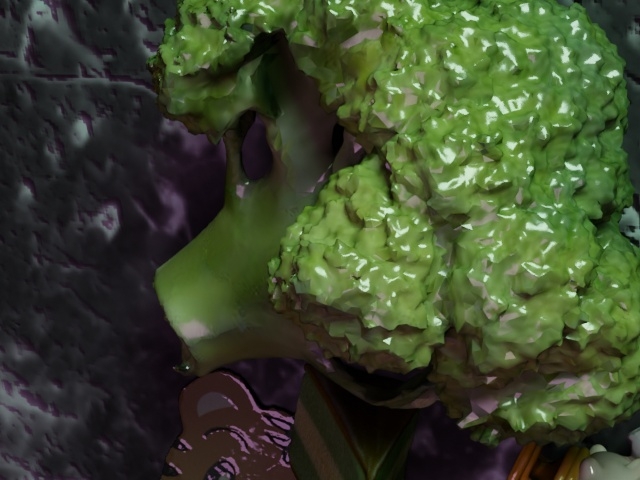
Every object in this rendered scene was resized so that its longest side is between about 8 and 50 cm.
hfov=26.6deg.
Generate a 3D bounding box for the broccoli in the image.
[{"bbox_3d":[0.006,-0.014,0.648,0.302,0.186,0.254,-5,117,19],"label":"broccoli"}]

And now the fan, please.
[{"bbox_3d":[-0.047,0.199,0.847,0.152,0.008,0.227,24,110,10],"label":"fan"}]

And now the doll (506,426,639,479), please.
[{"bbox_3d":[0.165,0.140,0.718,0.127,0.073,0.084,27,88,13],"label":"doll"}]

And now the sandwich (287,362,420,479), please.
[{"bbox_3d":[0.004,0.125,0.743,0.074,0.116,0.074,15,109,13],"label":"sandwich"}]
